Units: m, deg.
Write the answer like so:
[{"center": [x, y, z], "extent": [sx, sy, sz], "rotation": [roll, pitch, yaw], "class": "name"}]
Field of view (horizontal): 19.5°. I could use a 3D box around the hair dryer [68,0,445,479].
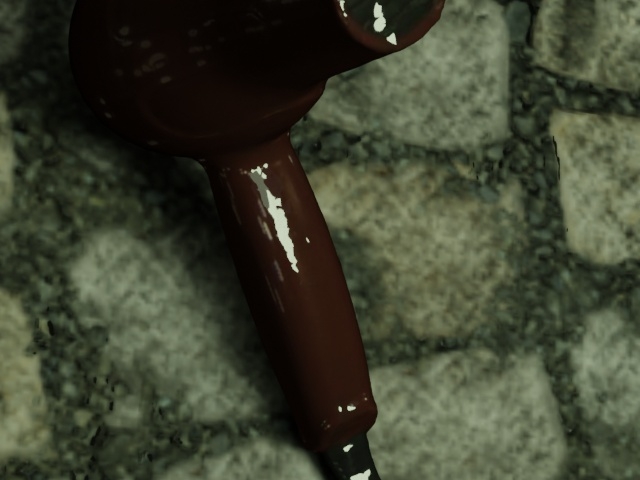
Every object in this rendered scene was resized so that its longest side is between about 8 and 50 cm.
[{"center": [0.000, 0.000, 0.917], "extent": [0.123, 0.312, 0.340], "rotation": [-25, 105, -23], "class": "hair dryer"}]
